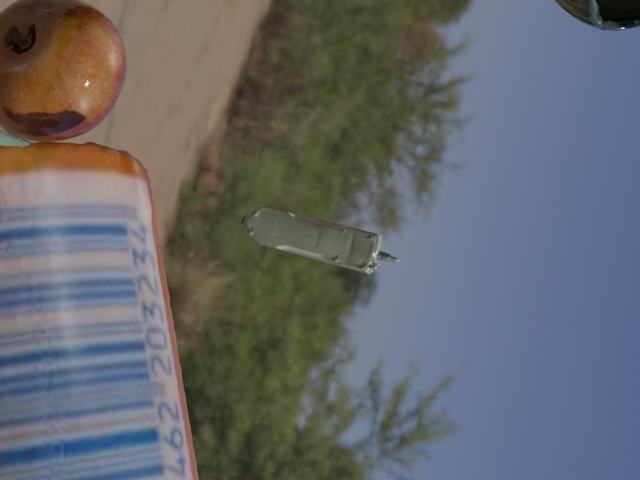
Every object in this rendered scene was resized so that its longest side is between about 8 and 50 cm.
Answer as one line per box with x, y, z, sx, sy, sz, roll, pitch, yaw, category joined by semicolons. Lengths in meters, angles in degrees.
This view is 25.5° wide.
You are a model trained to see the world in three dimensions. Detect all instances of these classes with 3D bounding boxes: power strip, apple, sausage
0.000;0.000;1.634;0.030;0.191;0.047;38;67;-78;power strip
-0.348;-0.226;1.802;0.162;0.201;0.201;67;34;-64;apple
-0.200;0.100;0.904;0.233;0.233;0.287;109;-29;-82;sausage

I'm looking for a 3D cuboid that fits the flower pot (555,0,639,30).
0.290;-0.304;1.320;0.243;0.189;0.157;81;-4;-58;flower pot

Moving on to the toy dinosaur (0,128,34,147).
-0.288;-0.075;1.240;0.242;0.167;0.053;-14;159;-47;toy dinosaur
